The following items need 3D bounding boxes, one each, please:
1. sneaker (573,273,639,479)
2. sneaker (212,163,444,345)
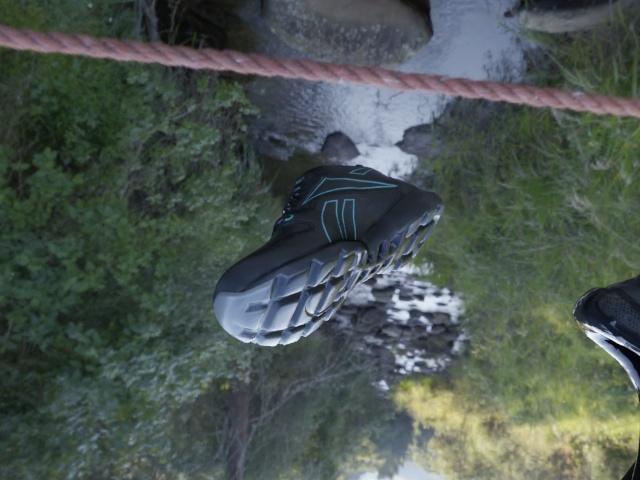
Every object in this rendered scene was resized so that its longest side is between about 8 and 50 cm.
[{"bbox_3d":[0.231,0.239,0.315,0.202,0.482,0.185,-4,163,17],"label":"sneaker"},{"bbox_3d":[0.000,0.000,0.488,0.106,0.101,0.267,41,-143,20],"label":"sneaker"}]
